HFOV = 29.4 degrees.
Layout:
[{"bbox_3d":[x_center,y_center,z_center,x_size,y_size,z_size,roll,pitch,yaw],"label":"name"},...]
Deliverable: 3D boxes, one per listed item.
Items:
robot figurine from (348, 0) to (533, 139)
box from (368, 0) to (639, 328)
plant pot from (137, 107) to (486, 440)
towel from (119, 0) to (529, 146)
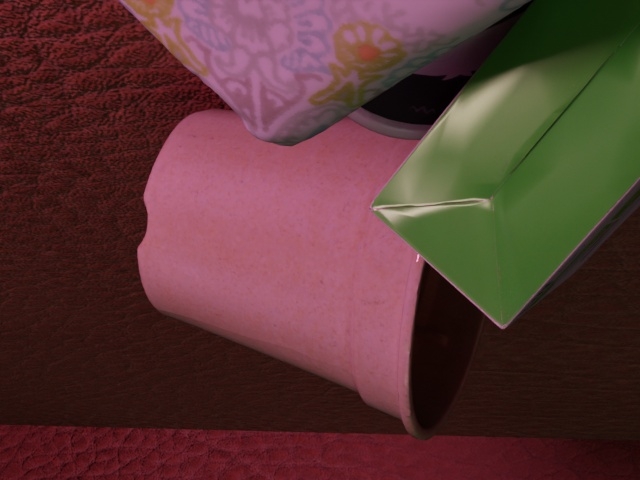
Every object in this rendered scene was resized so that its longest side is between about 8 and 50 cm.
[{"bbox_3d":[0.075,-0.184,0.855,0.209,0.174,0.278,30,161,7],"label":"robot figurine"},{"bbox_3d":[0.190,-0.087,0.830,0.127,0.262,0.231,42,-160,11],"label":"box"},{"bbox_3d":[0.000,0.000,1.227,0.305,0.334,0.334,12,163,20],"label":"plant pot"},{"bbox_3d":[-0.045,-0.242,0.646,0.374,0.090,0.320,45,143,-16],"label":"towel"}]
